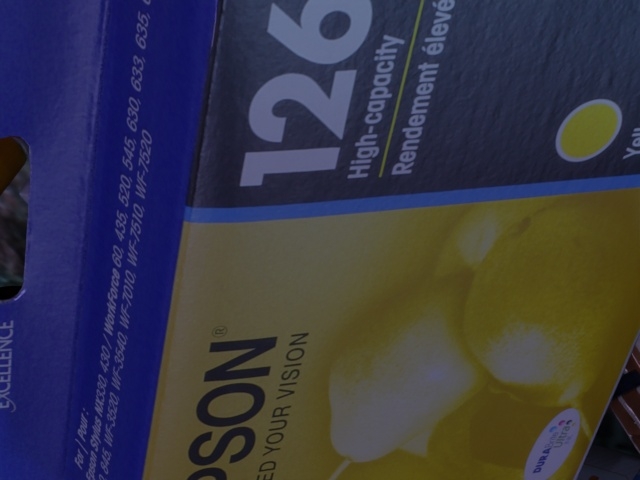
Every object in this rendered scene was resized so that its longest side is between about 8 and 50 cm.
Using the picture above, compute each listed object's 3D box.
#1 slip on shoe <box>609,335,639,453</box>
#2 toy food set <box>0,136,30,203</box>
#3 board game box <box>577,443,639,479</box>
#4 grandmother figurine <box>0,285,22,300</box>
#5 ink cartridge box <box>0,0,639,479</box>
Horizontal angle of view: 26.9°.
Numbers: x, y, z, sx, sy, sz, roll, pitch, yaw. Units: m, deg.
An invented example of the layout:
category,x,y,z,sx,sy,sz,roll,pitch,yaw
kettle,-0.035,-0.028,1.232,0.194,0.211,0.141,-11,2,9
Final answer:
category,x,y,z,sx,sy,sz,roll,pitch,yaw
slip on shoe,0.151,0.049,0.645,0.135,0.041,0.051,55,141,2
toy food set,-0.105,-0.068,0.660,0.232,0.104,0.111,12,150,44
board game box,0.125,0.214,0.622,0.303,0.224,0.097,13,138,42
grandmother figurine,-0.150,0.064,0.749,0.342,0.104,0.208,-3,148,41
ink cartridge box,0.000,0.000,0.510,0.307,0.072,0.304,-7,133,-24
